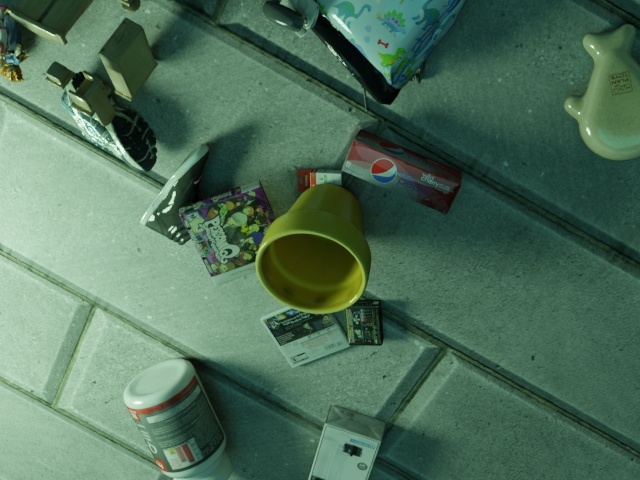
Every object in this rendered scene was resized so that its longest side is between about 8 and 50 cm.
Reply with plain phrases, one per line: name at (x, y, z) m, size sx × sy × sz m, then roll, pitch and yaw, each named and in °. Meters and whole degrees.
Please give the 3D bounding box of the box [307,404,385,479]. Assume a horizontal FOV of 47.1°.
box at (0.067, 0.626, 2.091) m, size 0.169 × 0.087 × 0.290 m, roll 18°, pitch 118°, yaw 4°

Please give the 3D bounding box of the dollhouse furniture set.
dollhouse furniture set at (-0.571, -0.463, 1.659) m, size 0.355 × 0.174 × 0.303 m, roll 28°, pitch 74°, yaw 7°

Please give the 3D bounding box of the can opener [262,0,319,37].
can opener at (-0.105, -0.516, 1.501) m, size 0.283 × 0.095 × 0.076 m, roll 50°, pitch 123°, yaw 29°

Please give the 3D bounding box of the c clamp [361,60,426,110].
c clamp at (0.162, -0.372, 1.632) m, size 0.160 × 0.022 × 0.137 m, roll -10°, pitch 107°, yaw 19°

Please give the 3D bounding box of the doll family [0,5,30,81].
doll family at (-0.729, -0.455, 1.711) m, size 0.263 × 0.118 × 0.163 m, roll 21°, pitch 111°, yaw 52°

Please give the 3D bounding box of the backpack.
backpack at (0.156, -0.493, 1.464) m, size 0.355 × 0.273 × 0.290 m, roll -41°, pitch 89°, yaw 13°

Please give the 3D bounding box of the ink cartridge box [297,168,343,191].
ink cartridge box at (-0.003, -0.139, 1.773) m, size 0.115 × 0.029 × 0.063 m, roll 3°, pitch 117°, yaw 11°

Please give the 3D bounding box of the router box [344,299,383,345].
router box at (0.114, 0.215, 1.911) m, size 0.092 × 0.038 × 0.122 m, roll -1°, pitch 114°, yaw 13°

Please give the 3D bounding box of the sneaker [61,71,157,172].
sneaker at (-0.518, -0.276, 1.802) m, size 0.122 × 0.110 × 0.283 m, roll -30°, pitch 103°, yaw 42°

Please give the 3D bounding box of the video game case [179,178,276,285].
video game case at (-0.207, -0.015, 1.818) m, size 0.210 × 0.042 × 0.232 m, roll -19°, pitch 122°, yaw 2°

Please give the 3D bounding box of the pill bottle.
pill bottle at (-0.393, 0.537, 2.084) m, size 0.210 × 0.210 × 0.363 m, roll -14°, pitch 111°, yaw 19°

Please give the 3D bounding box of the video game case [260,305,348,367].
video game case at (-0.039, 0.243, 1.970) m, size 0.190 × 0.022 × 0.173 m, roll -24°, pitch 108°, yaw 23°

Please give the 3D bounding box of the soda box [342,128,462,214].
soda box at (0.189, -0.159, 1.685) m, size 0.263 × 0.092 × 0.083 m, roll 23°, pitch 117°, yaw 2°

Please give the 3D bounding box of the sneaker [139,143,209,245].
sneaker at (-0.319, -0.106, 1.827) m, size 0.147 × 0.104 × 0.296 m, roll 36°, pitch 122°, yaw -10°

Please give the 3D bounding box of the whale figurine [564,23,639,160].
whale figurine at (0.616, -0.299, 1.518) m, size 0.216 × 0.141 × 0.272 m, roll -12°, pitch 87°, yaw 18°

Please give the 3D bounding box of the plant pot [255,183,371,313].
plant pot at (0.000, 0.000, 1.704) m, size 0.254 × 0.239 × 0.254 m, roll 7°, pitch 132°, yaw 8°
